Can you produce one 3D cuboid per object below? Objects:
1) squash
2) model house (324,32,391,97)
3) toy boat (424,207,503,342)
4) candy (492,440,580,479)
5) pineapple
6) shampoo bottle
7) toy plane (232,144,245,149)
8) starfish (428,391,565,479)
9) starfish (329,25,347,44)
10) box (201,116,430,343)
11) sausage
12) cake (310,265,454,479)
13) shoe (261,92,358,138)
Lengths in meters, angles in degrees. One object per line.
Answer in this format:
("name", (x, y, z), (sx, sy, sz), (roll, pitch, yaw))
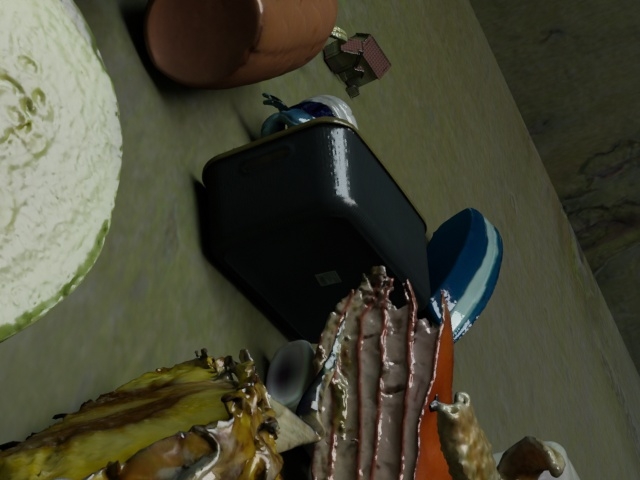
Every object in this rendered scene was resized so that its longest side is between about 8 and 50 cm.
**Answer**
("squash", (-0.199, -0.036, 0.729), (0.220, 0.133, 0.220), (50, 31, -45))
("model house", (0.045, -0.222, 1.821), (0.083, 0.058, 0.057), (53, 23, -42))
("toy boat", (0.163, 0.043, 1.812), (0.062, 0.096, 0.299), (53, 22, -12))
("candy", (0.249, 0.392, 1.547), (0.359, 0.145, 0.208), (60, 18, -28))
("pineapple", (-0.071, 0.153, 0.818), (0.161, 0.158, 0.334), (69, 16, 0))
("shampoo bottle", (-0.005, 0.139, 1.241), (0.099, 0.043, 0.072), (56, 28, -38))
("toy plane", (-0.059, -0.062, 1.345), (0.078, 0.031, 0.083), (57, 21, -35))
("starfish", (0.088, 0.271, 1.079), (0.324, 0.082, 0.432), (-69, 160, 0))
("starfish", (-0.049, -0.286, 1.625), (0.217, 0.050, 0.223), (47, 14, -37))
("box", (0.000, 0.000, 1.263), (0.201, 0.144, 0.090), (50, 29, -49))
("sausage", (-0.063, -0.204, 1.354), (0.121, 0.121, 0.304), (67, 17, -5))
("cake", (0.052, 0.165, 1.195), (0.135, 0.098, 0.287), (27, 66, -61))
("shoe", (-0.007, -0.040, 1.414), (0.106, 0.091, 0.207), (-4, 76, -50))
